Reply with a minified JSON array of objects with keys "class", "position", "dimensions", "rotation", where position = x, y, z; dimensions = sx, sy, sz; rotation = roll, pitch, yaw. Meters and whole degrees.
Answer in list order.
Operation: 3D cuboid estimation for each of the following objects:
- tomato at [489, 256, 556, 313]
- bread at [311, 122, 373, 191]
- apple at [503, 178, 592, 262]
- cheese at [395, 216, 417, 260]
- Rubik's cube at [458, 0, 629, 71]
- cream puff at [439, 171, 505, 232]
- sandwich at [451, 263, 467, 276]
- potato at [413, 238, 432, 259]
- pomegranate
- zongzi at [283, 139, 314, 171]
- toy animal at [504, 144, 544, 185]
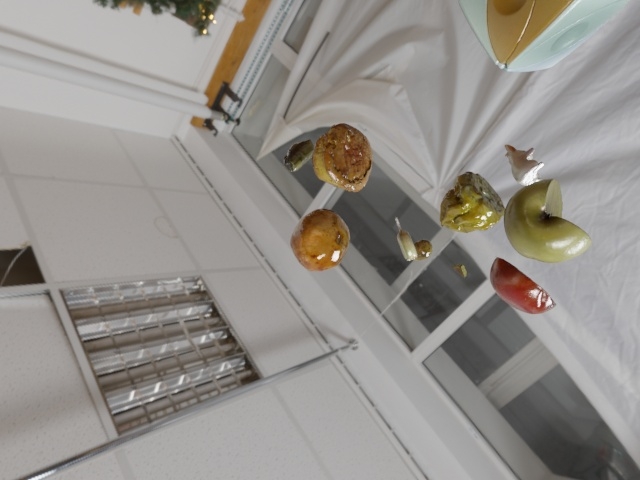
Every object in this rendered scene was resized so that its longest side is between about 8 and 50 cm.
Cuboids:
[{"class":"tomato","position":[0.918,0.235,1.958],"dimensions":[0.338,0.144,0.338],"rotation":[38,-173,-5]},{"class":"bread","position":[0.113,-0.423,2.194],"dimensions":[0.358,0.204,0.337],"rotation":[23,-110,-42]},{"class":"apple","position":[0.786,-0.053,1.495],"dimensions":[0.258,0.233,0.295],"rotation":[27,-136,-59]},{"class":"cheese","position":[0.416,-0.012,2.084],"dimensions":[0.137,0.064,0.227],"rotation":[47,-158,-80]},{"class":"Rubik's cube","position":[0.728,-0.805,1.385],"dimensions":[0.351,0.347,0.352],"rotation":[-19,-105,-34]},{"class":"cream puff","position":[0.740,-0.169,2.104],"dimensions":[0.291,0.257,0.324],"rotation":[36,-140,-20]},{"class":"sandwich","position":[0.668,0.133,1.994],"dimensions":[0.031,0.044,0.083],"rotation":[-25,-127,-31]},{"class":"potato","position":[0.665,0.068,2.794],"dimensions":[0.137,0.176,0.137],"rotation":[40,-156,-22]},{"class":"pomegranate","position":[0.000,0.000,1.601],"dimensions":[0.248,0.248,0.248],"rotation":[29,-153,-16]},{"class":"zongzi","position":[-0.165,-0.474,2.373],"dimensions":[0.221,0.242,0.112],"rotation":[-47,-56,-29]},{"class":"toy animal","position":[1.002,-0.392,2.060],"dimensions":[0.140,0.138,0.282],"rotation":[51,-149,-40]}]
